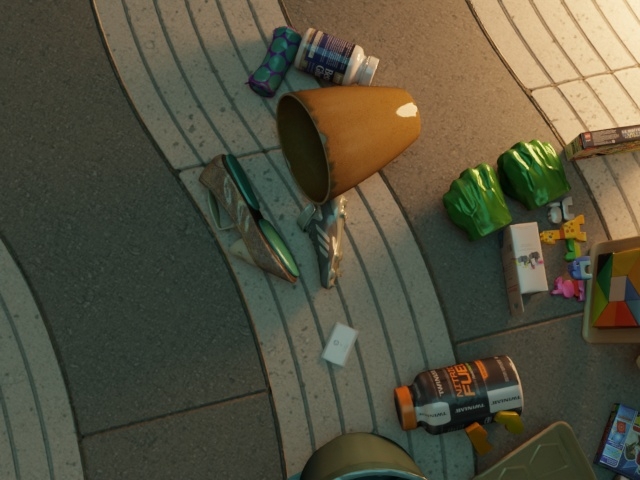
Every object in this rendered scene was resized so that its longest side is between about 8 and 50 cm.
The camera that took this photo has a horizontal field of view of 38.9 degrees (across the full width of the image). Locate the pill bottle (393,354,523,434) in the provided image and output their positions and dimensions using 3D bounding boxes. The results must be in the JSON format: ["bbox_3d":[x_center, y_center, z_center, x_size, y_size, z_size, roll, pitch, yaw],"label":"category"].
[{"bbox_3d":[0.274,0.319,1.837,0.245,0.130,0.131,-12,81,-5],"label":"pill bottle"}]

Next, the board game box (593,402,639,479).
[{"bbox_3d":[0.686,0.440,1.884,0.201,0.035,0.136,24,80,1],"label":"board game box"}]

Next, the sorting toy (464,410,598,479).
[{"bbox_3d":[0.417,0.461,1.824,0.229,0.041,0.307,-30,105,-4],"label":"sorting toy"}]

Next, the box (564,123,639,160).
[{"bbox_3d":[0.643,-0.215,1.951,0.206,0.114,0.036,-9,81,-4],"label":"box"}]

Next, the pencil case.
[{"bbox_3d":[-0.100,-0.388,1.969,0.070,0.064,0.152,28,80,-14],"label":"pencil case"}]

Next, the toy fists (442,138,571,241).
[{"bbox_3d":[0.391,-0.115,1.935,0.279,0.096,0.142,-27,93,-8],"label":"toy fists"}]

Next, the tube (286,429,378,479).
[{"bbox_3d":[0.039,0.464,1.848,0.207,0.052,0.080,-33,76,-2],"label":"tube"}]

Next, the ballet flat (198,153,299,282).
[{"bbox_3d":[-0.158,-0.029,1.902,0.106,0.107,0.316,-32,78,13],"label":"ballet flat"}]

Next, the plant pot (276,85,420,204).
[{"bbox_3d":[0.070,-0.228,1.887,0.254,0.237,0.237,-22,82,-20],"label":"plant pot"}]

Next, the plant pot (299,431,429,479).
[{"bbox_3d":[0.088,0.523,1.666,0.340,0.334,0.341,0,97,-2],"label":"plant pot"}]

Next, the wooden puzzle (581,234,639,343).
[{"bbox_3d":[0.618,0.098,1.841,0.044,0.238,0.221,12,80,-21],"label":"wooden puzzle"}]

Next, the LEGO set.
[{"bbox_3d":[0.509,0.016,1.921,0.093,0.087,0.227,-4,80,-4],"label":"LEGO set"}]

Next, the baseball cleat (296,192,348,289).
[{"bbox_3d":[0.000,0.000,1.918,0.109,0.072,0.206,6,75,12],"label":"baseball cleat"}]

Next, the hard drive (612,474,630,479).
[{"bbox_3d":[0.711,0.668,1.843,0.353,0.047,0.233,30,81,2],"label":"hard drive"}]

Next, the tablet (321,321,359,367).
[{"bbox_3d":[0.041,0.219,1.905,0.054,0.006,0.083,24,80,2],"label":"tablet"}]

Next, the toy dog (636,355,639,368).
[{"bbox_3d":[0.826,0.218,1.831,0.395,0.284,0.408,5,77,-28],"label":"toy dog"}]

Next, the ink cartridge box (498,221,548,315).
[{"bbox_3d":[0.425,0.062,1.899,0.061,0.104,0.182,-7,82,-3],"label":"ink cartridge box"}]

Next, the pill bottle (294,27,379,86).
[{"bbox_3d":[0.036,-0.388,1.960,0.169,0.094,0.094,21,80,1],"label":"pill bottle"}]
